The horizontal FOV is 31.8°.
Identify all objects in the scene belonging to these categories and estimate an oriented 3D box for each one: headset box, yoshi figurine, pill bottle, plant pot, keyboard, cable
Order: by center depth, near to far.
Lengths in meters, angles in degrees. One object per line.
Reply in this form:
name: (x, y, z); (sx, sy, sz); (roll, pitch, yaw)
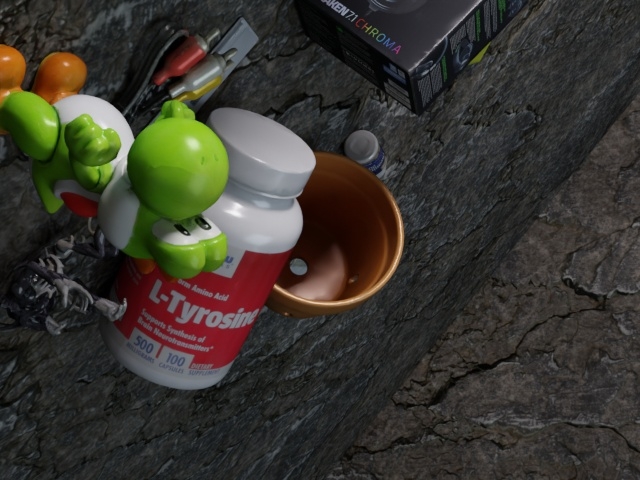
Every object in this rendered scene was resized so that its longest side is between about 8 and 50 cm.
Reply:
yoshi figurine: (-0.225, -0.114, 1.272); (0.203, 0.362, 0.203); (-43, 155, -17)
cable: (-0.235, -0.184, 1.518); (0.287, 0.072, 0.139); (-47, 158, -9)
keyboard: (-0.185, -0.215, 1.647); (0.256, 0.014, 0.072); (-49, 162, -2)
headset box: (0.146, -0.377, 1.702); (0.283, 0.246, 0.131); (-45, 157, -10)
pill bottle: (-0.169, 0.012, 1.734); (0.229, 0.229, 0.407); (-14, 137, -55)
plant pot: (-0.022, 0.013, 1.986); (0.291, 0.291, 0.203); (-39, 172, -26)
pill bottle: (0.090, -0.160, 2.156); (0.067, 0.067, 0.120); (-49, 157, -3)

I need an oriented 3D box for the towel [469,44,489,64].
towel: (0.269, -0.376, 2.225); (0.237, 0.021, 0.102); (-25, 152, -47)

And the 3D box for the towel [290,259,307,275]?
towel: (0.000, 0.000, 2.278); (0.285, 0.034, 0.209); (-54, 159, 14)

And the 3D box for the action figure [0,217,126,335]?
action figure: (-0.345, 0.053, 1.579); (0.275, 0.141, 0.164); (-49, 168, 9)
